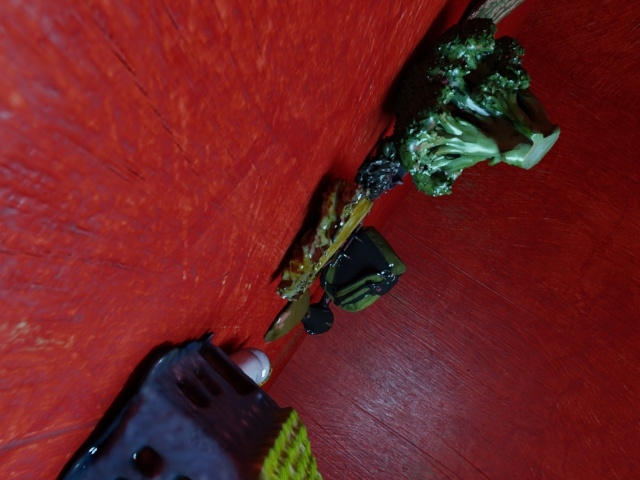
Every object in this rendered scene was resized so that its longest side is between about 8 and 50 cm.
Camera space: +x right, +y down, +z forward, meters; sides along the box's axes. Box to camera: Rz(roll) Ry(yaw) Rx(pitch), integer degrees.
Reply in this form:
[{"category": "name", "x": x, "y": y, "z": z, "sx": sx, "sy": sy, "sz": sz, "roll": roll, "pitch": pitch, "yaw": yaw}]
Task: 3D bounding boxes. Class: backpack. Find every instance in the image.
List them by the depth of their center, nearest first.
[{"category": "backpack", "x": 0.109, "y": 0.091, "z": 1.500, "sx": 0.140, "sy": 0.207, "sz": 0.253, "roll": -1, "pitch": 138, "yaw": -53}]

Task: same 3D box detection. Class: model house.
[{"category": "model house", "x": -0.123, "y": 0.299, "z": 0.633, "sx": 0.215, "sy": 0.303, "sz": 0.237, "roll": -49, "pitch": 173, "yaw": 2}]

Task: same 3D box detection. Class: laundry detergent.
[{"category": "laundry detergent", "x": -0.170, "y": 0.268, "z": 0.937, "sx": 0.159, "sy": 0.088, "sz": 0.335, "roll": -51, "pitch": 173, "yaw": 6}]

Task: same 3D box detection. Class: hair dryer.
[{"category": "hair dryer", "x": 0.027, "y": 0.156, "z": 1.787, "sx": 0.359, "sy": 0.120, "sz": 0.303, "roll": -64, "pitch": 159, "yaw": -10}]

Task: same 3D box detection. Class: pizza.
[{"category": "pizza", "x": 0.000, "y": 0.000, "z": 0.898, "sx": 0.251, "sy": 0.074, "sz": 0.288, "roll": -56, "pitch": 171, "yaw": 2}]

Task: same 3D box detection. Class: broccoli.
[{"category": "broccoli", "x": 0.250, "y": -0.211, "z": 0.880, "sx": 0.308, "sy": 0.275, "sz": 0.307, "roll": -30, "pitch": 144, "yaw": -25}]

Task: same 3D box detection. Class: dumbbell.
[{"category": "dumbbell", "x": 0.073, "y": 0.010, "z": 1.399, "sx": 0.147, "sy": 0.069, "sz": 0.069, "roll": -56, "pitch": 172, "yaw": 0}]

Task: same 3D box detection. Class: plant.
[{"category": "plant", "x": 0.130, "y": -0.157, "z": 1.041, "sx": 0.174, "sy": 0.087, "sz": 0.085, "roll": -53, "pitch": -156, "yaw": 24}]

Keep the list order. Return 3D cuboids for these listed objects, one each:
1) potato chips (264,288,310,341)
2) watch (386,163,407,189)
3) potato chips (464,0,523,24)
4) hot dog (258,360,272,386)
[{"category": "potato chips", "x": -0.080, "y": 0.206, "z": 1.385, "sx": 0.202, "sy": 0.049, "sz": 0.150, "roll": -31, "pitch": 150, "yaw": -58}, {"category": "watch", "x": 0.201, "y": -0.211, "z": 1.275, "sx": 0.193, "sy": 0.068, "sz": 0.206, "roll": -50, "pitch": 168, "yaw": -13}, {"category": "potato chips", "x": 0.357, "y": -0.430, "z": 1.187, "sx": 0.373, "sy": 0.097, "sz": 0.389, "roll": -43, "pitch": 164, "yaw": -53}, {"category": "hot dog", "x": -0.202, "y": 0.440, "z": 1.587, "sx": 0.188, "sy": 0.055, "sz": 0.072, "roll": -47, "pitch": 170, "yaw": -53}]
